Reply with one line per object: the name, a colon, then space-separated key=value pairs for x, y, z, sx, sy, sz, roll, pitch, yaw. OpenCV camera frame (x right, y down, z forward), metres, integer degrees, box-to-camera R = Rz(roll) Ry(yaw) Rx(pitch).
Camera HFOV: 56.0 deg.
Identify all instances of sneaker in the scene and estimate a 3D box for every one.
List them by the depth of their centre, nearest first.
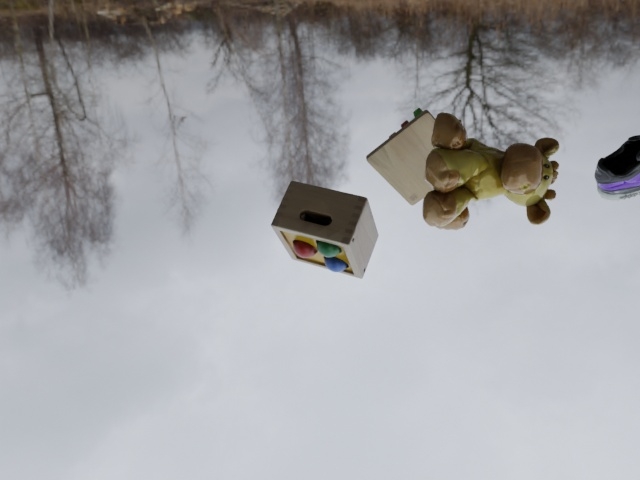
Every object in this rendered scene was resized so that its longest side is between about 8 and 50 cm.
sneaker: x=0.777 y=-0.195 z=1.380 sx=0.293 sy=0.146 sz=0.102 roll=-24 pitch=-132 yaw=21

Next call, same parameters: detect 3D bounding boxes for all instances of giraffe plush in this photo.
giraffe plush: x=0.261 y=-0.096 z=0.895 sx=0.171 sy=0.181 sz=0.210 roll=9 pitch=-163 yaw=23

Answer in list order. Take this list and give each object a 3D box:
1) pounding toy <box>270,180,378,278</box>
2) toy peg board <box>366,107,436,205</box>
pounding toy: x=-0.007 y=0.000 z=0.977 sx=0.181 sy=0.206 sz=0.094 roll=15 pitch=-112 yaw=20
toy peg board: x=0.206 y=-0.188 z=1.290 sx=0.161 sy=0.161 sz=0.079 roll=-37 pitch=-151 yaw=23
